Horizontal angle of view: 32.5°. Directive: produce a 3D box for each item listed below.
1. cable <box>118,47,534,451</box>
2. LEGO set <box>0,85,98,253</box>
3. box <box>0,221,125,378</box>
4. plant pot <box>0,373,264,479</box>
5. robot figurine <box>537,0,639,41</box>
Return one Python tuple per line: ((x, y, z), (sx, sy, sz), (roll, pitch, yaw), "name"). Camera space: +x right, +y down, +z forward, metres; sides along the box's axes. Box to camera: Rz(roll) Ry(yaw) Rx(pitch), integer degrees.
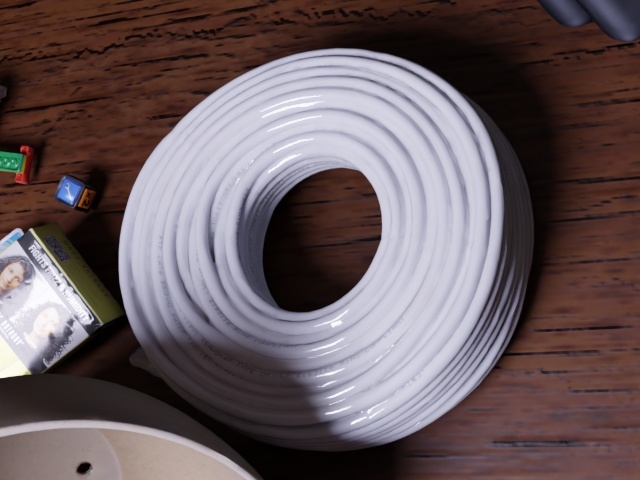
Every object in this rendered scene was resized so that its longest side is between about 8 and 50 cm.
((0.000, 0.000, 0.682), (0.257, 0.089, 0.257), (23, 83, 27), "cable")
((-0.281, -0.005, 0.841), (0.244, 0.060, 0.182), (-36, 73, 12), "LEGO set")
((-0.254, 0.090, 0.764), (0.232, 0.058, 0.087), (-37, 89, 8), "box")
((-0.163, 0.188, 0.616), (0.284, 0.284, 0.191), (-50, 27, 1), "plant pot")
((0.223, -0.247, 0.625), (0.209, 0.173, 0.278), (41, 92, 25), "robot figurine")
